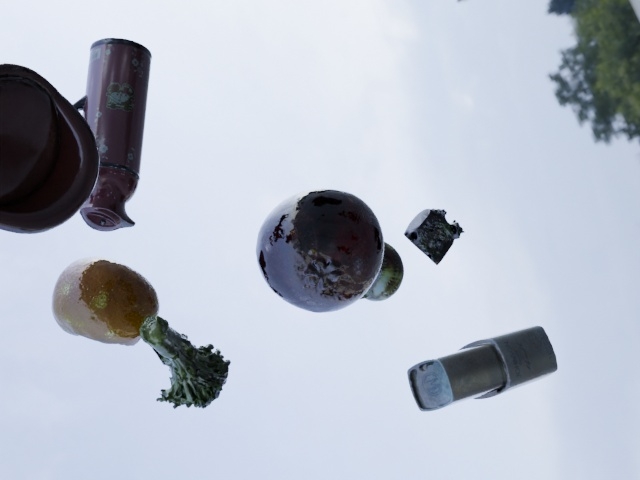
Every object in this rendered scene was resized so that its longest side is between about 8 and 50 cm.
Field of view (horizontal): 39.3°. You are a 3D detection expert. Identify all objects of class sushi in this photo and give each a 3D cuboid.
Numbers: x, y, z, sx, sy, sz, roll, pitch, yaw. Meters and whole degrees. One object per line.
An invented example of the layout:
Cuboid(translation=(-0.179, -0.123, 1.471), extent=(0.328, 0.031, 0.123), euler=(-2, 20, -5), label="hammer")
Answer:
Cuboid(translation=(0.208, -0.018, 1.648), extent=(0.083, 0.084, 0.056), euler=(38, -170, -24), label="sushi")

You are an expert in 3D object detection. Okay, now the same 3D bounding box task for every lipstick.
Cuboid(translation=(0.219, 0.171, 1.196), extent=(0.253, 0.077, 0.079), euler=(-6, -107, -49), label="lipstick")

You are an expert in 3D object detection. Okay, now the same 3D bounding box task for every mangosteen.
Cuboid(translation=(0.000, 0.000, 1.662), extent=(0.235, 0.235, 0.261), euler=(53, -164, -23), label="mangosteen")

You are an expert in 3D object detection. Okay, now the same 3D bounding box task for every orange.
Cuboid(translation=(-0.471, 0.127, 1.928), extent=(0.158, 0.237, 0.179), euler=(78, -145, -64), label="orange")

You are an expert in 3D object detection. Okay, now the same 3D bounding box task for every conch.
Cuboid(translation=(0.104, 0.078, 2.142), extent=(0.181, 0.187, 0.124), euler=(52, 173, -12), label="conch")

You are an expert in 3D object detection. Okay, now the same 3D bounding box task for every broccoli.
Cuboid(translation=(-0.305, 0.249, 1.940), extent=(0.304, 0.146, 0.164), euler=(61, -156, -53), label="broccoli")

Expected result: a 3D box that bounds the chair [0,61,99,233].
Cuboid(translation=(-0.513, -0.166, 1.255), extent=(0.226, 0.401, 0.226), euler=(-35, -44, -43), label="chair")

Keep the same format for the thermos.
Cuboid(translation=(-0.369, -0.179, 1.539), extent=(0.136, 0.110, 0.330), euler=(19, -112, -47), label="thermos")
